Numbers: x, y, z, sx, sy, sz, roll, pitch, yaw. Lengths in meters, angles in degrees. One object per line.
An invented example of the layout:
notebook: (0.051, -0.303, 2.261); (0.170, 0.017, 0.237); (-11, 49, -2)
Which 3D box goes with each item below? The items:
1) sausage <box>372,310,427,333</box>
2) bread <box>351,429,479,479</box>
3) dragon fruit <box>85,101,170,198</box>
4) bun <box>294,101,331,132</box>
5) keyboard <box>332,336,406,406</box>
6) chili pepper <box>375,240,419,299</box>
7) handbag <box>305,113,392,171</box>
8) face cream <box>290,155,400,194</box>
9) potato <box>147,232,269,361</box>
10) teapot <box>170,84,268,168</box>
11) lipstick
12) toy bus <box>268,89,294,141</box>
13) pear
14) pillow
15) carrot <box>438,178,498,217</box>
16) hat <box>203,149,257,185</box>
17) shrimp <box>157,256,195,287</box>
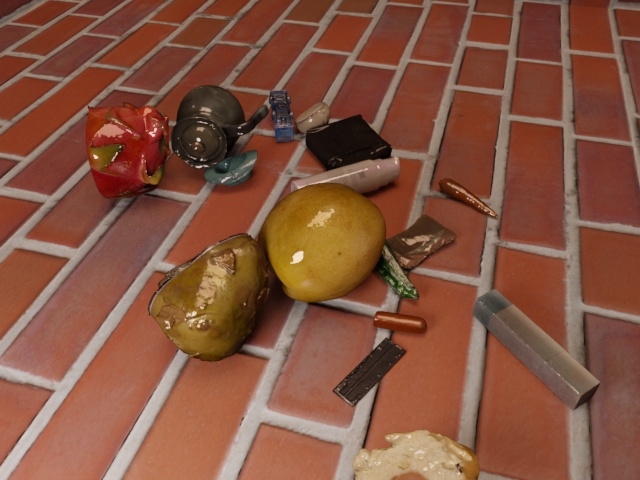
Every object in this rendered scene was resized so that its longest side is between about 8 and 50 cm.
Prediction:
sausage: (0.195, 0.200, 1.393); (0.131, 0.041, 0.039); (7, 29, 9)
bread: (0.176, 0.436, 1.015); (0.224, 0.211, 0.183); (4, 50, -2)
dragon fruit: (-0.567, -0.280, 1.749); (0.226, 0.305, 0.305); (-7, 43, -5)
bun: (-0.017, -0.423, 2.041); (0.138, 0.094, 0.138); (-28, 25, 14)
keyboard: (0.114, 0.298, 1.313); (0.064, 0.010, 0.198); (33, 53, 29)
chili pepper: (0.192, 0.074, 1.508); (0.059, 0.088, 0.226); (0, 39, -39)
handbag: (0.092, -0.331, 1.941); (0.247, 0.080, 0.223); (-20, 46, -19)
face cream: (0.085, -0.182, 1.766); (0.346, 0.101, 0.102); (-16, 45, -16)
potato: (-0.216, 0.148, 1.324); (0.300, 0.246, 0.196); (-41, 68, -12)
teapot: (-0.336, -0.348, 1.856); (0.306, 0.223, 0.285); (11, 35, -3)
lipstick: (0.487, 0.243, 1.321); (0.068, 0.066, 0.317); (-23, 47, -22)
toy bus: (-0.144, -0.453, 2.070); (0.079, 0.094, 0.236); (-1, 44, -9)
pear: (0.000, 0.000, 1.430); (0.315, 0.314, 0.314); (-1, 43, 1)
pillow: (0.273, 0.003, 1.611); (0.211, 0.034, 0.135); (-31, 52, -26)
carrot: (0.453, -0.127, 1.742); (0.216, 0.048, 0.048); (37, 55, 28)
hat: (-0.276, -0.220, 1.840); (0.191, 0.077, 0.138); (-19, 34, 9)
shrimp: (-0.320, 0.094, 1.524); (0.224, 0.047, 0.126); (-21, 56, -22)
